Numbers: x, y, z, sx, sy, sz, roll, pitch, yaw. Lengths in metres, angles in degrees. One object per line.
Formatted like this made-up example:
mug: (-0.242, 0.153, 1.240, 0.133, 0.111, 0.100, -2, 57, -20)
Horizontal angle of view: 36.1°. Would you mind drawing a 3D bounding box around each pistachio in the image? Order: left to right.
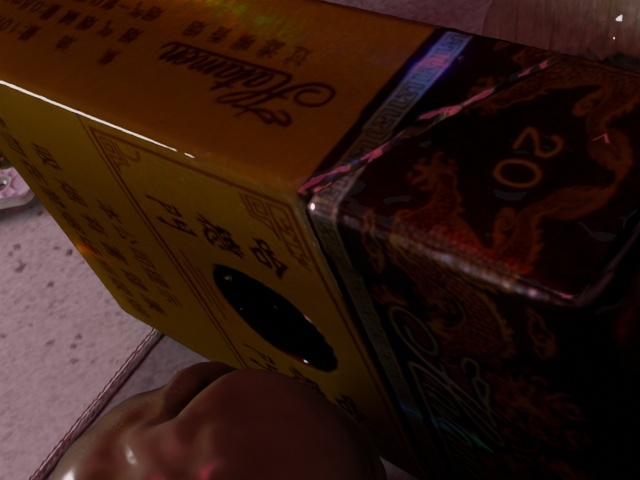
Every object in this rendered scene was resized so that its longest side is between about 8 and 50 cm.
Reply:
pistachio: (-0.043, 0.133, 0.476, 0.144, 0.215, 0.143, -8, 72, 26)

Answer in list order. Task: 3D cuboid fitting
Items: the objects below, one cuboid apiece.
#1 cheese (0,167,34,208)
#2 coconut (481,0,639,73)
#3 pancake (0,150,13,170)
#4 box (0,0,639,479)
cheese: (-0.358, -0.026, 0.840, 0.256, 0.050, 0.127, -9, 49, 15)
coconut: (0.251, -0.101, 0.502, 0.254, 0.297, 0.297, -45, 50, -14)
pancake: (-0.270, -0.092, 0.884, 0.108, 0.017, 0.108, -12, 44, 12)
box: (0.001, 0.000, 0.528, 0.415, 0.264, 0.116, 24, 62, 35)
